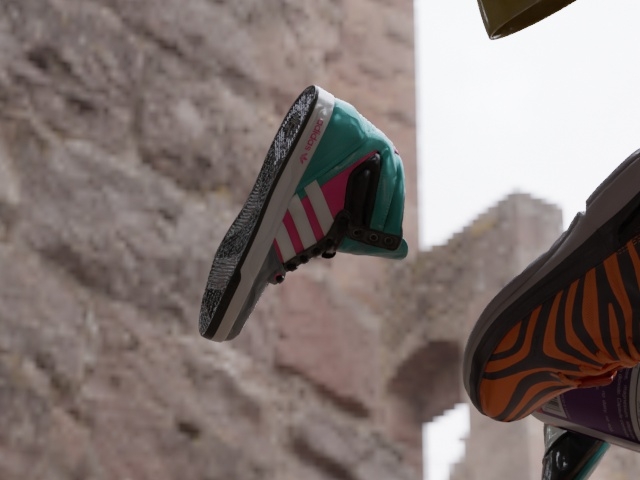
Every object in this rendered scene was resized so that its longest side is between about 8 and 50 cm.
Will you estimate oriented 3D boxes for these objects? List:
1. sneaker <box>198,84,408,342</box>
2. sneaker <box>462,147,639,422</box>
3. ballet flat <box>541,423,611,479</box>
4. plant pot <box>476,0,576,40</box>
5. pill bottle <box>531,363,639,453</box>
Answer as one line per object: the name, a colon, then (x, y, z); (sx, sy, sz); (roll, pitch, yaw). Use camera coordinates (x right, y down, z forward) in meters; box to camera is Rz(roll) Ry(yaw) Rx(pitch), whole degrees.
sneaker: (0.000, 0.000, 2.116); (0.178, 0.124, 0.295); (25, -82, -17)
sneaker: (0.231, 0.082, 1.471); (0.124, 0.180, 0.321); (-15, -29, -37)
ballet flat: (0.311, 0.202, 2.216); (0.096, 0.280, 0.095); (40, -41, 18)
plant pot: (0.191, -0.258, 1.799); (0.134, 0.095, 0.134); (-28, -4, -2)
pill bottle: (0.361, 0.135, 2.010); (0.323, 0.181, 0.181); (14, -14, 47)
